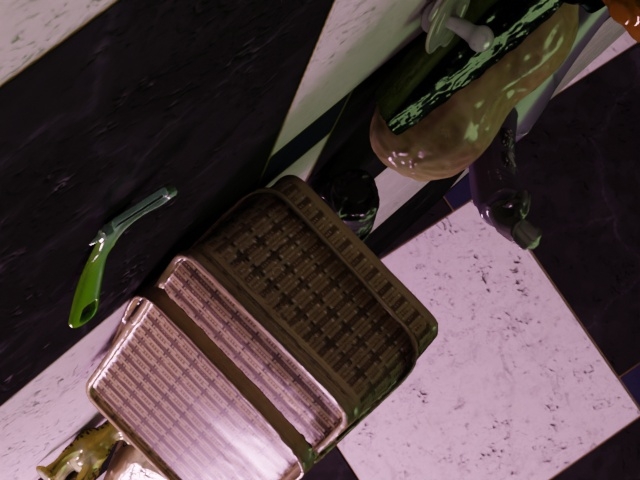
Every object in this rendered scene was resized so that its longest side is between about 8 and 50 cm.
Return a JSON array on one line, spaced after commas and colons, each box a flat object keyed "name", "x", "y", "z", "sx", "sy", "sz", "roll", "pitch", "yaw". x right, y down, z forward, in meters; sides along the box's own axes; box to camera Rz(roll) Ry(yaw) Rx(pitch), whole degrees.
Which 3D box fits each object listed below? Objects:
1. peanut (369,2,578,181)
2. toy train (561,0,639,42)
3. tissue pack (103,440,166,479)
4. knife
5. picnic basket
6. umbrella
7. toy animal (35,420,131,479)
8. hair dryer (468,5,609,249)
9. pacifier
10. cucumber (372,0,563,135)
[{"name": "peanut", "x": 0.154, "y": -0.159, "z": 1.340, "sx": 0.256, "sy": 0.123, "sz": 0.123, "roll": -45, "pitch": 174, "yaw": 18}, {"name": "toy train", "x": 0.321, "y": -0.319, "z": 1.134, "sx": 0.369, "sy": 0.163, "sz": 0.231, "roll": -41, "pitch": -177, "yaw": -18}, {"name": "tissue pack", "x": -0.219, "y": 0.275, "z": 1.848, "sx": 0.148, "sy": 0.092, "sz": 0.196, "roll": -48, "pitch": -165, "yaw": 41}, {"name": "knife", "x": -0.152, "y": 0.014, "z": 0.977, "sx": 0.078, "sy": 0.023, "sz": 0.166, "roll": -30, "pitch": 166, "yaw": -37}, {"name": "picnic basket", "x": -0.068, "y": 0.116, "z": 1.320, "sx": 0.175, "sy": 0.228, "sz": 0.313, "roll": -41, "pitch": 176, "yaw": -42}, {"name": "umbrella", "x": 0.000, "y": 0.000, "z": 1.598, "sx": 0.094, "sy": 0.090, "sz": 0.326, "roll": -64, "pitch": -177, "yaw": -24}, {"name": "toy animal", "x": -0.310, "y": 0.297, "z": 1.789, "sx": 0.136, "sy": 0.073, "sz": 0.181, "roll": -48, "pitch": 174, "yaw": -32}, {"name": "hair dryer", "x": 0.215, "y": -0.117, "z": 1.411, "sx": 0.301, "sy": 0.121, "sz": 0.361, "roll": -47, "pitch": -156, "yaw": 34}, {"name": "pacifier", "x": 0.124, "y": -0.189, "z": 1.177, "sx": 0.083, "sy": 0.064, "sz": 0.068, "roll": -33, "pitch": 152, "yaw": -61}, {"name": "cucumber", "x": 0.141, "y": -0.178, "z": 1.256, "sx": 0.211, "sy": 0.062, "sz": 0.078, "roll": -46, "pitch": -153, "yaw": 10}]
